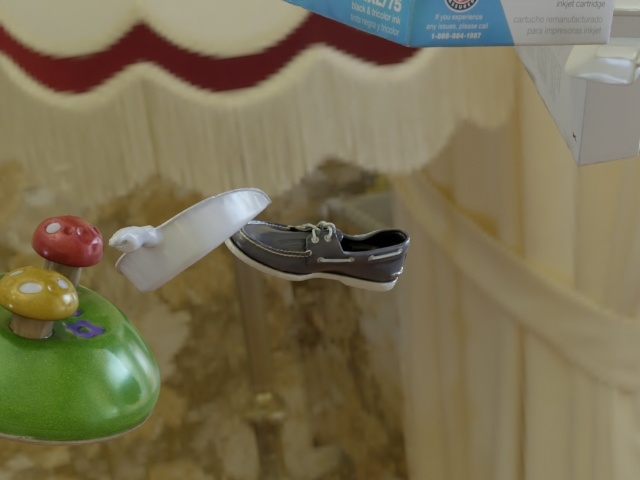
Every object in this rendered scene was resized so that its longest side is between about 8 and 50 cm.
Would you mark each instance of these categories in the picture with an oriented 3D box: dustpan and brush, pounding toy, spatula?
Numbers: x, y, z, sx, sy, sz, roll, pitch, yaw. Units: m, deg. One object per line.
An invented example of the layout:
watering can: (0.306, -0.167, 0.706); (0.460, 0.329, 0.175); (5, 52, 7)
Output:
dustpan and brush: (-0.135, 0.000, 1.418); (0.147, 0.060, 0.211); (-34, 4, 15)
pounding toy: (-0.214, 0.046, 1.100); (0.237, 0.110, 0.183); (3, 24, -30)
spatula: (0.365, -0.221, 1.576); (0.242, 0.019, 0.168); (10, 66, 37)

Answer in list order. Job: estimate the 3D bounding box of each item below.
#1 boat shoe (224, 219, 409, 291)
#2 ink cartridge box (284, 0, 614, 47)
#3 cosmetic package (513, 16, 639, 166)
boat shoe: (0.000, 0.000, 1.643); (0.206, 0.065, 0.075); (11, 34, -31)
ink cartridge box: (0.106, -0.300, 1.238); (0.198, 0.270, 0.197); (-5, 21, -31)
cosmetic package: (0.346, -0.331, 2.123); (0.097, 0.377, 0.284); (-9, 44, -7)
